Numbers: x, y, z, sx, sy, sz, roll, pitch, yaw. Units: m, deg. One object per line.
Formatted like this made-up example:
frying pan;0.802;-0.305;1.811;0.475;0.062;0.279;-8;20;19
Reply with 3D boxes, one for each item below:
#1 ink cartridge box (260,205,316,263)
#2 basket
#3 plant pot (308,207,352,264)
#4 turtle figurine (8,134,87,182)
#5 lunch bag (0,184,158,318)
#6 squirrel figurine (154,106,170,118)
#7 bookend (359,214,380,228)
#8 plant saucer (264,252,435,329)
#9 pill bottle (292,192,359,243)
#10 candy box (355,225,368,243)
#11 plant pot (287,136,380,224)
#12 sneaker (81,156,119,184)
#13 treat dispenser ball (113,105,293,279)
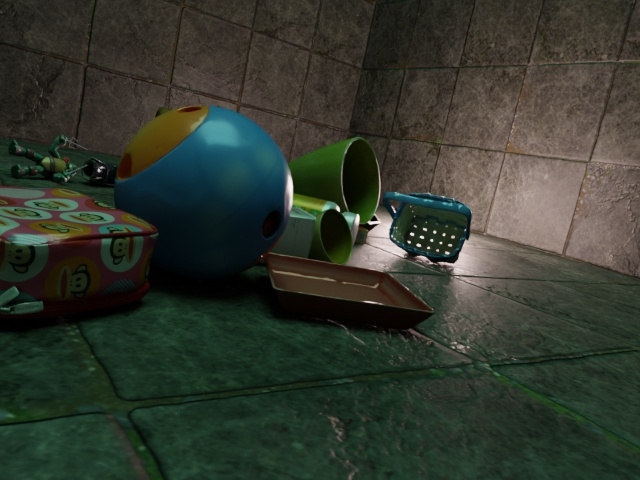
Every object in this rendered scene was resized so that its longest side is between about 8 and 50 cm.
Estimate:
ink cartridge box;-0.176;-0.030;1.142;0.283;0.117;0.207;8;9;-19
basket;0.334;-0.049;1.566;0.255;0.201;0.289;15;-22;27
plant pot;0.000;0.000;1.224;0.095;0.134;0.134;-13;-7;34
turtle figurine;-0.850;-0.243;1.649;0.234;0.118;0.175;-1;56;-50
lunch bag;-0.385;0.002;0.652;0.293;0.120;0.258;17;11;27
squirrel figurine;-0.319;-0.155;1.502;0.371;0.281;0.397;18;18;-33
bookend;0.130;-0.103;1.903;0.157;0.072;0.156;55;20;10
plant saucer;0.029;0.087;0.901;0.259;0.047;0.259;10;10;-12
pill bottle;-0.029;-0.047;1.382;0.246;0.136;0.136;14;9;13
candy box;0.049;-0.036;1.700;0.187;0.053;0.109;8;10;-17
plant pot;0.007;-0.189;1.716;0.294;0.274;0.275;1;2;31
sneaker;-0.693;-0.227;1.771;0.226;0.086;0.163;2;-2;3
treat dispenser ball;-0.190;-0.078;0.867;0.288;0.288;0.288;11;9;-2
